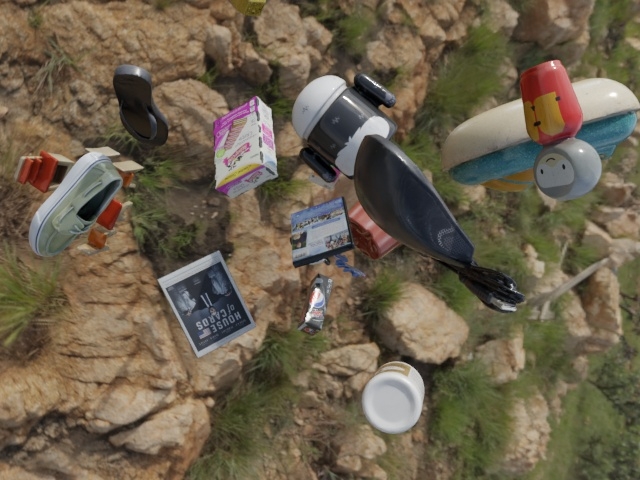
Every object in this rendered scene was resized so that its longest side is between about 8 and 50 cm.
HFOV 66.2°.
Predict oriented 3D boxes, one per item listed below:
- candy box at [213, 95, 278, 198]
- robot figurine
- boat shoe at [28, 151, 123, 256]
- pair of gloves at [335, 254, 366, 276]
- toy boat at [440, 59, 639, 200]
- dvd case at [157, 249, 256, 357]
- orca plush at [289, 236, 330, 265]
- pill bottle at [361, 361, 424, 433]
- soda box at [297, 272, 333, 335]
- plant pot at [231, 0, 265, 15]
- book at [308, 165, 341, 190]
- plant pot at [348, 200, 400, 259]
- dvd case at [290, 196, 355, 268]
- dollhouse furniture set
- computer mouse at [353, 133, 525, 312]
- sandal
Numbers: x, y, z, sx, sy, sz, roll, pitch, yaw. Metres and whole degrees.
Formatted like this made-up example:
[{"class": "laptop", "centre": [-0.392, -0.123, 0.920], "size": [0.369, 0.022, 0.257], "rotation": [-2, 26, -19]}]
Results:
[{"class": "candy box", "centre": [-0.204, -0.248, 1.308], "size": [0.071, 0.159, 0.233], "rotation": [32, 41, -52]}, {"class": "robot figurine", "centre": [0.065, -0.254, 1.142], "size": [0.278, 0.173, 0.209], "rotation": [39, 72, -2]}, {"class": "boat shoe", "centre": [-0.570, -0.065, 1.137], "size": [0.302, 0.094, 0.109], "rotation": [-50, 162, 17]}, {"class": "pair of gloves", "centre": [0.081, 0.079, 1.839], "size": [0.023, 0.198, 0.159], "rotation": [-54, 145, 10]}, {"class": "toy boat", "centre": [0.294, -0.126, 0.655], "size": [0.318, 0.268, 0.148], "rotation": [-14, 89, -71]}, {"class": "dvd case", "centre": [-0.304, 0.171, 1.327], "size": [0.179, 0.029, 0.238], "rotation": [-27, 97, -16]}, {"class": "orca plush", "centre": [0.000, 0.000, 1.589], "size": [0.102, 0.151, 0.287], "rotation": [-56, 167, 12]}, {"class": "pill bottle", "centre": [0.179, 0.359, 1.166], "size": [0.229, 0.131, 0.131], "rotation": [15, 78, -75]}, {"class": "soda box", "centre": [-0.013, 0.181, 1.398], "size": [0.053, 0.060, 0.168], "rotation": [25, 53, -13]}, {"class": "plant pot", "centre": [-0.187, -0.645, 1.300], "size": [0.082, 0.081, 0.083], "rotation": [-12, 73, -30]}, {"class": "book", "centre": [0.023, -0.244, 1.758], "size": [0.096, 0.144, 0.035], "rotation": [24, 54, -8]}, {"class": "plant pot", "centre": [0.235, -0.087, 1.786], "size": [0.265, 0.272, 0.272], "rotation": [-40, 113, -16]}, {"class": "dvd case", "centre": [0.001, -0.030, 1.444], "size": [0.253, 0.180, 0.022], "rotation": [-97, 166, -54]}, {"class": "dollhouse furniture set", "centre": [-0.633, -0.124, 1.274], "size": [0.259, 0.135, 0.262], "rotation": [30, 105, 5]}, {"class": "computer mouse", "centre": [0.124, -0.014, 0.612], "size": [0.072, 0.188, 0.272], "rotation": [-44, 117, 3]}, {"class": "sandal", "centre": [-0.392, -0.272, 1.055], "size": [0.097, 0.254, 0.054], "rotation": [0, 70, -5]}]
